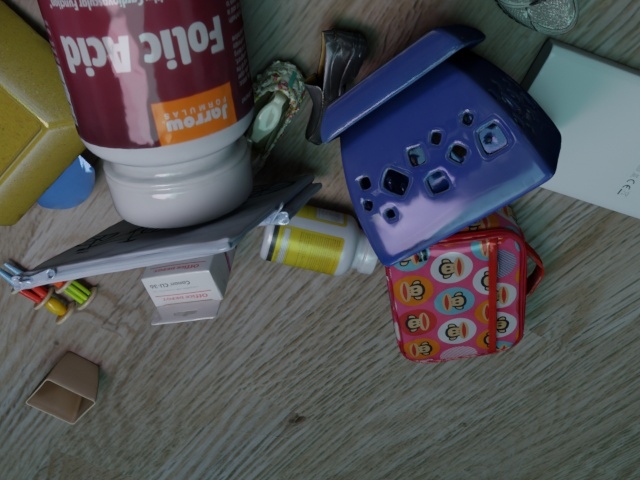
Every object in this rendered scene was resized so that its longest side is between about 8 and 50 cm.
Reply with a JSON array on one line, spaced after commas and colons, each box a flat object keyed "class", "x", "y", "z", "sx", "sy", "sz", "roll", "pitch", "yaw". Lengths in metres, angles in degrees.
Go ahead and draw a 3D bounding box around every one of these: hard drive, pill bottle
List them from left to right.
[{"class": "pill bottle", "x": -0.199, "y": -0.227, "z": 0.761, "sx": 0.224, "sy": 0.224, "sz": 0.392, "roll": -2, "pitch": 122, "yaw": 6}, {"class": "pill bottle", "x": 0.000, "y": 0.000, "z": 1.037, "sx": 0.184, "sy": 0.103, "sz": 0.103, "roll": 13, "pitch": 129, "yaw": -6}, {"class": "hard drive", "x": 0.416, "y": -0.146, "z": 0.925, "sx": 0.308, "sy": 0.040, "sz": 0.203, "roll": 17, "pitch": 129, "yaw": -9}]

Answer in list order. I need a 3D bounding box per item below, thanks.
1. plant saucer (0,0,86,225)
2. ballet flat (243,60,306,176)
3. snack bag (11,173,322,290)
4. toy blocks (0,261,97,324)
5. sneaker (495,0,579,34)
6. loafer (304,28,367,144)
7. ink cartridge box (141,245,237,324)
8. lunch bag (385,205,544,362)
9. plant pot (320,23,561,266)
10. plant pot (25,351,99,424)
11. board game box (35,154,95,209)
[{"class": "plant saucer", "x": -0.522, "y": -0.190, "z": 0.914, "sx": 0.333, "sy": 0.081, "sz": 0.333, "roll": -36, "pitch": 113, "yaw": 29}, {"class": "ballet flat", "x": -0.101, "y": -0.155, "z": 0.935, "sx": 0.091, "sy": 0.077, "sz": 0.241, "roll": 23, "pitch": 128, "yaw": -15}, {"class": "snack bag", "x": -0.189, "y": -0.015, "z": 0.887, "sx": 0.323, "sy": 0.342, "sz": 0.037, "roll": -9, "pitch": 105, "yaw": 18}, {"class": "toy blocks", "x": -0.505, "y": 0.079, "z": 1.174, "sx": 0.123, "sy": 0.054, "sz": 0.148, "roll": -31, "pitch": 120, "yaw": 27}, {"class": "sneaker", "x": 0.228, "y": -0.322, "z": 0.761, "sx": 0.225, "sy": 0.092, "sz": 0.088, "roll": 34, "pitch": 124, "yaw": -23}, {"class": "loafer", "x": 0.004, "y": -0.212, "z": 0.884, "sx": 0.061, "sy": 0.062, "sz": 0.170, "roll": 7, "pitch": 122, "yaw": -23}, {"class": "ink cartridge box", "x": -0.208, "y": 0.039, "z": 1.024, "sx": 0.115, "sy": 0.198, "sz": 0.067, "roll": -9, "pitch": 128, "yaw": 11}, {"class": "lunch bag", "x": 0.243, "y": 0.073, "z": 1.078, "sx": 0.258, "sy": 0.120, "sz": 0.293, "roll": -9, "pitch": 130, "yaw": 6}, {"class": "plant pot", "x": 0.147, "y": -0.137, "z": 0.816, "sx": 0.236, "sy": 0.236, "sz": 0.212, "roll": -31, "pitch": 96, "yaw": 28}, {"class": "plant pot", "x": -0.523, "y": 0.299, "z": 1.328, "sx": 0.109, "sy": 0.096, "sz": 0.109, "roll": 34, "pitch": 123, "yaw": -22}, {"class": "board game box", "x": -0.434, "y": -0.128, "z": 1.012, "sx": 0.133, "sy": 0.033, "sz": 0.168, "roll": -30, "pitch": 114, "yaw": 27}]
